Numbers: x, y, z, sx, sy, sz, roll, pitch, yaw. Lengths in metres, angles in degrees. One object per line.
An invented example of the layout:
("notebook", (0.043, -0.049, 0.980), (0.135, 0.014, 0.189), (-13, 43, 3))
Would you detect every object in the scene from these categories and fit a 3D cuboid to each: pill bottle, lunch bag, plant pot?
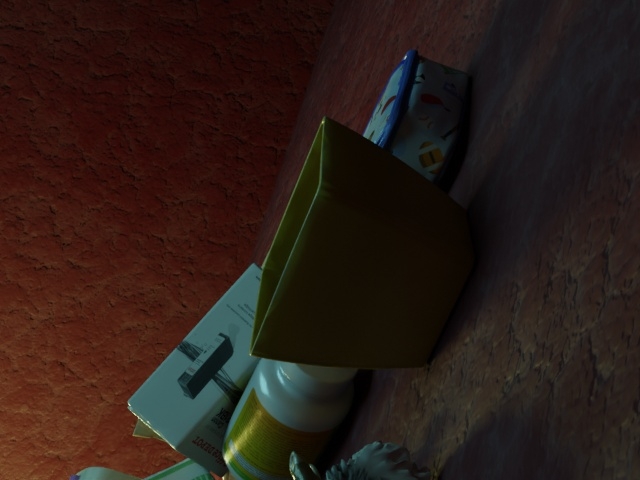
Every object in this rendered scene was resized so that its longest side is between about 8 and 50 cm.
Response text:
("pill bottle", (-0.036, 0.221, 1.652), (0.136, 0.136, 0.245), (-78, 11, -47))
("lunch bag", (0.092, -0.090, 1.648), (0.243, 0.115, 0.303), (-76, 10, -50))
("plant pot", (0.051, 0.020, 1.346), (0.212, 0.187, 0.212), (-87, 17, -65))

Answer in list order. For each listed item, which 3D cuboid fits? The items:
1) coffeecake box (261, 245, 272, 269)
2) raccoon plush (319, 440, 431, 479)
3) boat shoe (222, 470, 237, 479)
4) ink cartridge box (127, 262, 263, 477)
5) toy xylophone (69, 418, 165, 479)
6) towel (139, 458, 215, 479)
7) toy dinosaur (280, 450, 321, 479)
("coffeecake box", (-0.007, 0.037, 1.892), (0.185, 0.142, 0.068), (120, 167, -51))
("raccoon plush", (-0.018, 0.436, 1.113), (0.446, 0.216, 0.299), (-41, -25, -32))
("boat shoe", (-0.092, 0.275, 2.018), (0.099, 0.116, 0.319), (-90, 15, -58))
("ink cartridge box", (-0.123, 0.195, 1.803), (0.273, 0.114, 0.197), (-47, -26, -6))
("toy xylophone", (-0.242, 0.429, 1.950), (0.236, 0.323, 0.081), (-66, 4, -30))
("towel", (-0.229, 0.457, 1.751), (0.325, 0.248, 0.038), (-124, 14, -53))
("toy dinosaur", (-0.007, 0.369, 1.270), (0.160, 0.121, 0.313), (97, -176, -66))
